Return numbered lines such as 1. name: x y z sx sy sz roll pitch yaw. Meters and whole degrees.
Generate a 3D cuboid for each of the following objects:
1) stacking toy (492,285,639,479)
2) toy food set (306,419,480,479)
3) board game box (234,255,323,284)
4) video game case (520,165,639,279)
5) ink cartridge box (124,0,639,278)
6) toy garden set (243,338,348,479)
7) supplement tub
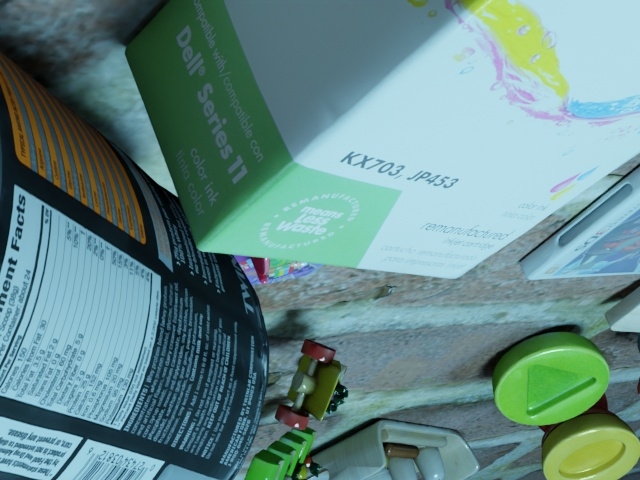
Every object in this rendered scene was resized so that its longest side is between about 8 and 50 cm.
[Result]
1. stacking toy: 0.343 0.131 1.292 0.309 0.130 0.279 -35 127 20
2. toy food set: 0.053 0.321 1.392 0.219 0.092 0.306 -32 154 19
3. board game box: 0.000 0.000 0.747 0.168 0.033 0.133 -35 153 26
4. video game case: 0.304 -0.021 0.976 0.201 0.023 0.183 -2 149 -39
5. ink cartridge box: 0.109 -0.124 0.472 0.207 0.119 0.353 7 143 -47
6. toy garden set: -0.016 0.186 0.955 0.244 0.049 0.204 24 88 -82
7. supplement tub: -0.168 0.024 0.439 0.207 0.207 0.338 -26 155 9
